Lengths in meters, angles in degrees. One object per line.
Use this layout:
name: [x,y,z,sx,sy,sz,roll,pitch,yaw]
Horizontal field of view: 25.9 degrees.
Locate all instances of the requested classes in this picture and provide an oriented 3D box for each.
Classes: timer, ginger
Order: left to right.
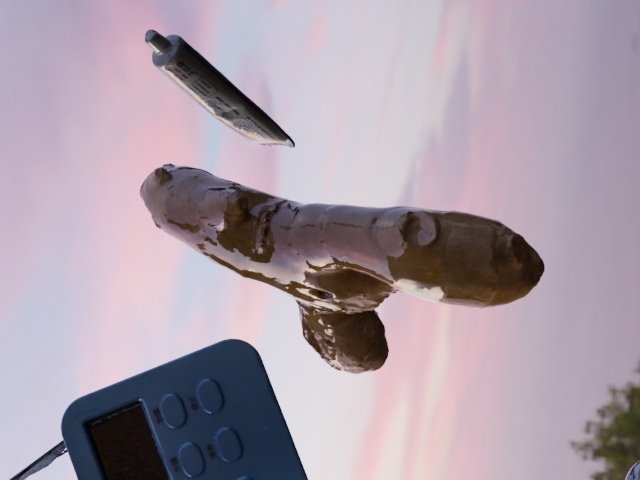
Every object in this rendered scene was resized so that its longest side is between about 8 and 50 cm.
timer: [-0.154,0.253,1.584,0.091,0.250,0.232,104,144,-83]
ginger: [0.001,0.010,1.412,0.363,0.348,0.122,-23,42,62]

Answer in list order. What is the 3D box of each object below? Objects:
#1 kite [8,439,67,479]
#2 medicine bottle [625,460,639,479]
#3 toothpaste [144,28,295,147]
kite: [-0.405,0.322,1.589,0.368,0.406,0.014,-36,-75,-29]
medicine bottle: [0.477,0.431,1.693,0.245,0.245,0.290,-58,-28,-70]
toothpaste: [-0.131,-0.184,1.746,0.268,0.069,0.047,40,-147,-46]
